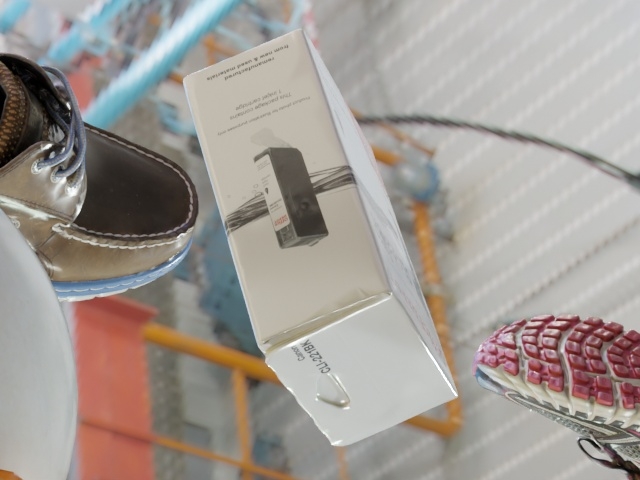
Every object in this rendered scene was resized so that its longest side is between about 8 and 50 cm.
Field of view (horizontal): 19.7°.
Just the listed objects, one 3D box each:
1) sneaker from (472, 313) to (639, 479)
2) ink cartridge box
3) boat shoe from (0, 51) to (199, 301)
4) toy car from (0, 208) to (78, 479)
[{"bbox_3d":[0.262,0.155,1.505,0.121,0.299,0.112,-54,162,-56],"label":"sneaker"},{"bbox_3d":[0.000,0.000,1.492,0.114,0.197,0.273,-22,-124,8],"label":"ink cartridge box"},{"bbox_3d":[-0.111,-0.025,0.618,0.066,0.183,0.066,-41,-127,41],"label":"boat shoe"},{"bbox_3d":[-0.135,0.022,0.386,0.219,0.238,0.210,-48,180,-31],"label":"toy car"}]
